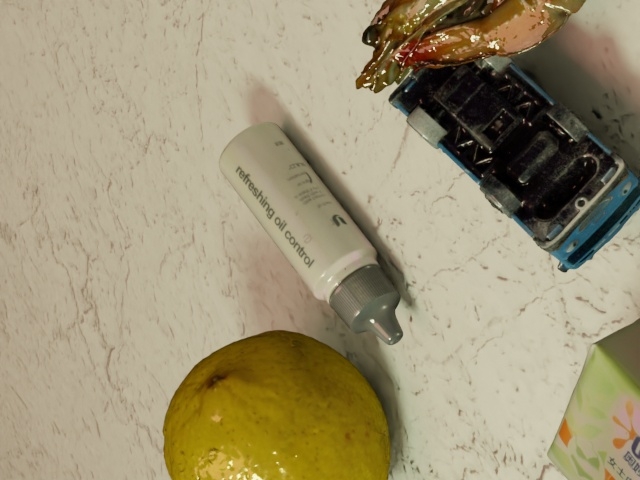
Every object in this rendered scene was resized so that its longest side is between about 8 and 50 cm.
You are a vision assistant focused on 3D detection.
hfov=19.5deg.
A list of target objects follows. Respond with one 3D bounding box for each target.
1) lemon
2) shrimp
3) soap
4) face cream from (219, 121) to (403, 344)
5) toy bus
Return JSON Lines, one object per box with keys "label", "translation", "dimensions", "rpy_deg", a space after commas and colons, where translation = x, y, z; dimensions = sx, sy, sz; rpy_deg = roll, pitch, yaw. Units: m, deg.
{"label": "lemon", "translation": [-0.050, 0.246, 2.226], "dimensions": [0.293, 0.293, 0.293], "rpy_deg": [39, 141, 41]}
{"label": "shrimp", "translation": [0.137, -0.216, 1.670], "dimensions": [0.294, 0.062, 0.154], "rpy_deg": [-38, 64, 32]}
{"label": "soap", "translation": [0.325, 0.184, 1.676], "dimensions": [0.199, 0.138, 0.182], "rpy_deg": [51, 147, 29]}
{"label": "face cream", "translation": [0.000, 0.000, 2.147], "dimensions": [0.311, 0.092, 0.092], "rpy_deg": [52, 148, 23]}
{"label": "toy bus", "translation": [0.188, -0.083, 1.712], "dimensions": [0.234, 0.116, 0.133], "rpy_deg": [47, -173, 32]}
